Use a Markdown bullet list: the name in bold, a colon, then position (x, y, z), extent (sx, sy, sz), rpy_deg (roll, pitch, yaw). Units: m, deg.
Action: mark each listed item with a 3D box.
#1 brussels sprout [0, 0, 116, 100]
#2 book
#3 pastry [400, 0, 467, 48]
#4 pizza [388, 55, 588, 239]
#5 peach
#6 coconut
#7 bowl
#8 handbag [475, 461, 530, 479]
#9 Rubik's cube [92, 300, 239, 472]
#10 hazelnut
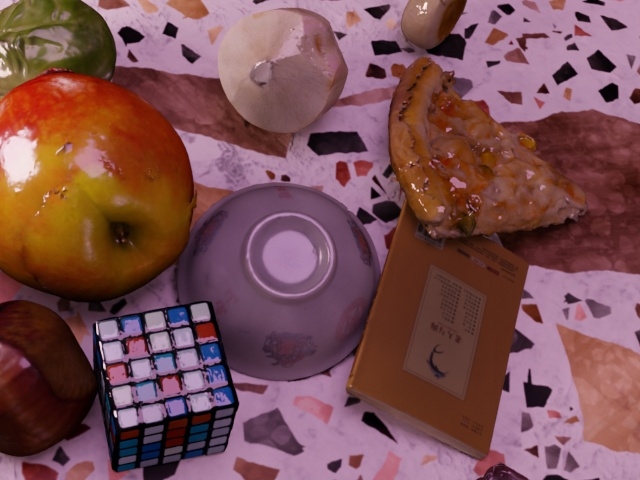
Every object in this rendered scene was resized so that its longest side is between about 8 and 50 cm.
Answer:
- **brussels sprout**: position (-0.474, -0.316, 1.899), extent (0.244, 0.244, 0.244), rpy_deg (5, 59, -9)
- **book**: position (0.206, 0.138, 1.837), extent (0.269, 0.032, 0.389), rpy_deg (29, 57, -13)
- **pastry**: position (0.222, -0.456, 2.164), extent (0.092, 0.156, 0.156), rpy_deg (31, 58, 12)
- **pizza**: position (0.253, -0.139, 1.966), extent (0.435, 0.080, 0.392), rpy_deg (39, 42, 13)
- **peach**: position (-0.374, -0.090, 1.719), extent (0.370, 0.370, 0.370), rpy_deg (5, 59, -9)
- **coconut**: position (-0.064, -0.306, 1.961), extent (0.241, 0.241, 0.241), rpy_deg (5, 59, -9)
- **bowl**: position (-0.057, 0.043, 1.762), extent (0.345, 0.157, 0.346), rpy_deg (2, 73, -7)
- **handbag**: position (0.297, 0.475, 1.674), extent (0.203, 0.074, 0.216), rpy_deg (28, 60, 5)
- **Rubik's cube**: position (-0.236, 0.217, 1.645), extent (0.182, 0.187, 0.184), rpy_deg (-8, 60, -17)
- **hazelnut**: position (-0.449, 0.198, 1.614), extent (0.229, 0.229, 0.230), rpy_deg (5, 59, -9)
